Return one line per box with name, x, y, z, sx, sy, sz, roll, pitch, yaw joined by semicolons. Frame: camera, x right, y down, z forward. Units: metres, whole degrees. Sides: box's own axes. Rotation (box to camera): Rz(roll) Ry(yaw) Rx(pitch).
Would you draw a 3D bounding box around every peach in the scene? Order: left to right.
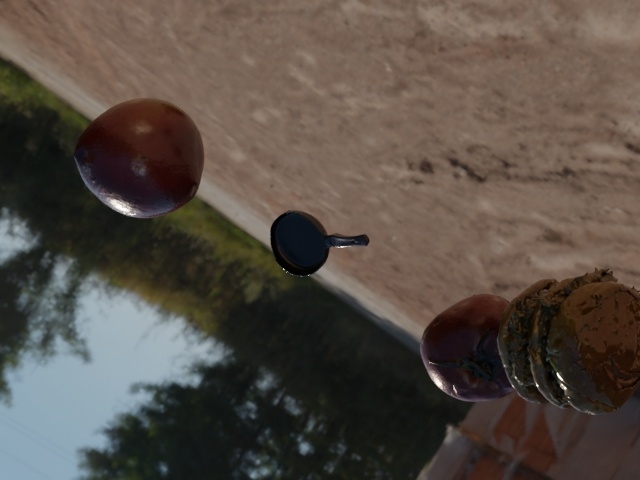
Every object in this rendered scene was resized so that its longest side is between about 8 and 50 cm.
peach;-0.271;-0.121;1.354;0.197;0.197;0.197;33;176;3

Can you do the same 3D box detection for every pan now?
pan;0.002;-0.001;1.493;0.212;0.040;0.114;-5;107;41

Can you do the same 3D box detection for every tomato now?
tomato;0.316;0.224;1.797;0.228;0.228;0.101;33;-166;-5

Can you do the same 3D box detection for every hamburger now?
hamburger;0.442;0.167;1.588;0.245;0.260;0.211;31;166;-34
